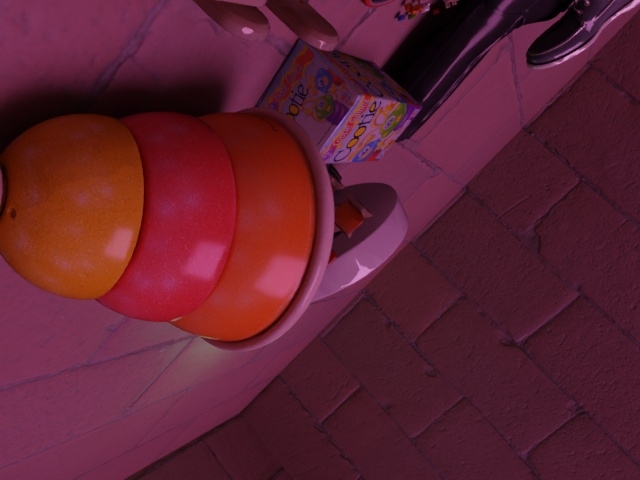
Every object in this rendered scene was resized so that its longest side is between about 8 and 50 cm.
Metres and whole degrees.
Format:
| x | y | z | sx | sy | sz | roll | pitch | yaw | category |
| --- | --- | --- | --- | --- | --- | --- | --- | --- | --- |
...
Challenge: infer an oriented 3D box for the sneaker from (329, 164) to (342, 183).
| x | y | z | sx | sy | sz | roll | pitch | yaw | category |
| --- | --- | --- | --- | --- | --- | --- | --- | --- | --- |
| 0.017 | -0.146 | 1.302 | 0.058 | 0.052 | 0.135 | -37 | 163 | -3 | sneaker |

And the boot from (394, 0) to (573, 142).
| x | y | z | sx | sy | sz | roll | pitch | yaw | category |
| --- | --- | --- | --- | --- | --- | --- | --- | --- | --- |
| 0.328 | -0.408 | 1.185 | 0.445 | 0.146 | 0.367 | -51 | 159 | 24 | boot |

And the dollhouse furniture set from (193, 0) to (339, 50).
| x | y | z | sx | sy | sz | roll | pitch | yaw | category |
| --- | --- | --- | --- | --- | --- | --- | --- | --- | --- |
| 0.001 | -0.319 | 0.417 | 0.394 | 0.256 | 0.362 | -22 | 154 | -52 | dollhouse furniture set |

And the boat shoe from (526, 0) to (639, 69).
| x | y | z | sx | sy | sz | roll | pitch | yaw | category |
| --- | --- | --- | --- | --- | --- | --- | --- | --- | --- |
| 0.565 | -0.495 | 1.139 | 0.320 | 0.116 | 0.099 | -37 | 127 | 10 | boat shoe |

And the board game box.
| x | y | z | sx | sy | sz | roll | pitch | yaw | category |
| --- | --- | --- | --- | --- | --- | --- | --- | --- | --- |
| 0.043 | -0.235 | 0.955 | 0.144 | 0.142 | 0.275 | -51 | 163 | 27 | board game box |

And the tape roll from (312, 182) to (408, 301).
| x | y | z | sx | sy | sz | roll | pitch | yaw | category |
| --- | --- | --- | --- | --- | --- | --- | --- | --- | --- |
| 0.000 | 0.000 | 1.181 | 0.392 | 0.072 | 0.392 | -24 | -157 | 11 | tape roll |

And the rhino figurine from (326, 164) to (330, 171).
| x | y | z | sx | sy | sz | roll | pitch | yaw | category |
| --- | --- | --- | --- | --- | --- | --- | --- | --- | --- |
| -0.014 | -0.164 | 1.130 | 0.243 | 0.073 | 0.106 | -40 | 178 | -14 | rhino figurine |

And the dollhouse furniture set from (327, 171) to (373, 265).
| x | y | z | sx | sy | sz | roll | pitch | yaw | category |
| --- | --- | --- | --- | --- | --- | --- | --- | --- | --- |
| -0.084 | -0.038 | 0.950 | 0.262 | 0.259 | 0.135 | -45 | 166 | 5 | dollhouse furniture set |

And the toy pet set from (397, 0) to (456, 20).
| x | y | z | sx | sy | sz | roll | pitch | yaw | category |
| --- | --- | --- | --- | --- | --- | --- | --- | --- | --- |
| 0.208 | -0.456 | 0.973 | 0.122 | 0.065 | 0.114 | -27 | -167 | -37 | toy pet set |

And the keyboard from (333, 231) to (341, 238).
| x | y | z | sx | sy | sz | roll | pitch | yaw | category |
| --- | --- | --- | --- | --- | --- | --- | --- | --- | --- |
| 0.026 | -0.009 | 1.738 | 0.108 | 0.023 | 0.180 | -44 | 167 | 28 | keyboard |

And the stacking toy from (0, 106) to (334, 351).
| x | y | z | sx | sy | sz | roll | pitch | yaw | category |
| --- | --- | --- | --- | --- | --- | --- | --- | --- | --- |
| -0.251 | -0.039 | 0.632 | 0.480 | 0.350 | 0.350 | 9 | 129 | -47 | stacking toy |

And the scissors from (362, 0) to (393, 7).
| x | y | z | sx | sy | sz | roll | pitch | yaw | category |
| --- | --- | --- | --- | --- | --- | --- | --- | --- | --- |
| 0.046 | -0.379 | 0.804 | 0.297 | 0.021 | 0.109 | -34 | 164 | -33 | scissors |
